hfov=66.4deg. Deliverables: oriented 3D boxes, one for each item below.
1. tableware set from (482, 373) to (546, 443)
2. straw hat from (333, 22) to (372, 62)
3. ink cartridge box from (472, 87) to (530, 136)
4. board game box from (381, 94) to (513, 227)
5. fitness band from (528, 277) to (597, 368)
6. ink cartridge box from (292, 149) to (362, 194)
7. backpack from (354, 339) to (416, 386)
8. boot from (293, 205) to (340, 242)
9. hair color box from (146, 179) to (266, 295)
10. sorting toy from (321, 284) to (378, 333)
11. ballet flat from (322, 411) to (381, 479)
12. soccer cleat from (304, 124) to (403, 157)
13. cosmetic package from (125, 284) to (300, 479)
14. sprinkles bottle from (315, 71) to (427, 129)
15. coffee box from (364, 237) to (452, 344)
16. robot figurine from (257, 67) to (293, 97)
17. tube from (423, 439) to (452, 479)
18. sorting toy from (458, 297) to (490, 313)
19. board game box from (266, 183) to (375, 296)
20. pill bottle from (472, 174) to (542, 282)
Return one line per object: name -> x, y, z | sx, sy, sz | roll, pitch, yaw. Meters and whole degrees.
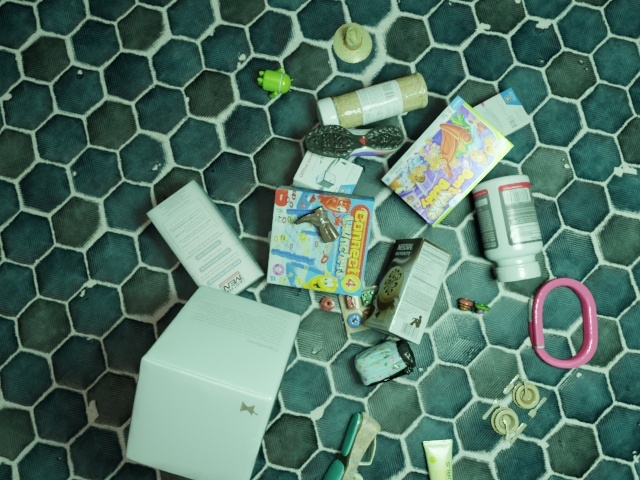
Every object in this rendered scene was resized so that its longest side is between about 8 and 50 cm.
tableware set -> 0.626, 0.538, 1.562 | 0.128, 0.039, 0.194 | 40, 86, 3
straw hat -> 0.110, -0.686, 1.662 | 0.144, 0.061, 0.145 | 0, 84, -1
ink cartridge box -> 0.556, -0.387, 1.628 | 0.230, 0.078, 0.134 | -28, 85, -3
board game box -> 0.399, -0.247, 1.565 | 0.233, 0.078, 0.347 | 43, 103, 3
fitness band -> 0.785, 0.266, 1.583 | 0.208, 0.054, 0.291 | -1, 86, -1
ink cartridge box -> 0.022, -0.203, 1.596 | 0.190, 0.082, 0.140 | 24, 72, 0
backpack -> 0.200, 0.381, 1.533 | 0.181, 0.152, 0.115 | -26, 80, 10
boot -> -0.010, -0.032, 1.462 | 0.106, 0.037, 0.114 | -26, 103, 14
hair color box -> -0.360, 0.015, 1.568 | 0.185, 0.113, 0.375 | -36, 85, -3
sorting toy -> 0.146, 0.222, 1.586 | 0.274, 0.046, 0.133 | -13, 85, -2
ballet flat -> 0.099, 0.695, 1.517 | 0.106, 0.107, 0.316 | 28, 86, -11
soccer cleat -> 0.104, -0.310, 1.583 | 0.317, 0.116, 0.109 | -5, 83, -7
cosmetic package -> -0.273, 0.384, 1.344 | 0.327, 0.394, 0.330 | 18, 112, 1
sprinkles bottle -> 0.168, -0.447, 1.610 | 0.355, 0.121, 0.121 | -16, 85, -2
coffee box -> 0.267, 0.150, 1.507 | 0.118, 0.168, 0.297 | 26, 78, -18
robot figurine -> -0.152, -0.533, 1.642 | 0.115, 0.067, 0.101 | 12, 80, 0
tube -> 0.378, 0.753, 1.534 | 0.070, 0.062, 0.240 | 6, 77, -40
sorting toy -> 0.494, 0.219, 1.582 | 0.101, 0.061, 0.042 | 19, 99, 28
board game box -> 0.000, 0.000, 1.529 | 0.301, 0.086, 0.309 | 8, 104, 5
pill bottle -> 0.597, -0.034, 1.547 | 0.176, 0.176, 0.319 | -9, 85, -1
